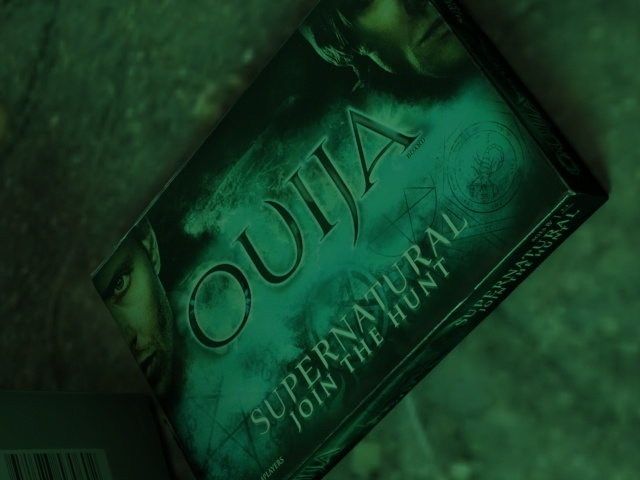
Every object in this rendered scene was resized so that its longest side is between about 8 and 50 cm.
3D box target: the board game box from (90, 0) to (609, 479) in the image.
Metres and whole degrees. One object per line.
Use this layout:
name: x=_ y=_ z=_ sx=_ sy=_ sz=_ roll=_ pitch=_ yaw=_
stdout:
board game box: x=0.000 y=0.000 z=0.570 sx=0.186 sy=0.026 sz=0.126 roll=-48 pitch=59 yaw=26

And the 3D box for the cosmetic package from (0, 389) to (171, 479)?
cosmetic package: x=-0.176 y=0.147 z=0.639 sx=0.238 sy=0.127 sz=0.107 roll=-36 pitch=64 yaw=34
